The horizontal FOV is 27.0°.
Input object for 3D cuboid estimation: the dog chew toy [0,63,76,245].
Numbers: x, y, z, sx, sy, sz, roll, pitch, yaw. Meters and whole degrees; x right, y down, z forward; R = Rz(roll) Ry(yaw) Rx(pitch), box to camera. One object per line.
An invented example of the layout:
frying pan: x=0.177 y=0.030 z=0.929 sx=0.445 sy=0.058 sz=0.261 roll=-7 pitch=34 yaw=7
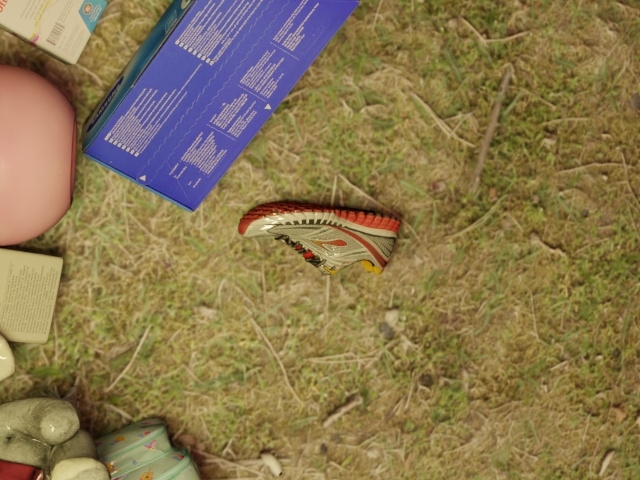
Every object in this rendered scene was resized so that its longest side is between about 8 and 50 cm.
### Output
dog chew toy: x=-0.445 y=-0.100 z=1.499 sx=0.332 sy=0.206 sz=0.206 roll=3 pitch=96 yaw=-7

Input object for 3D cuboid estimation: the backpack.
backpack: x=-0.227 y=0.305 z=1.637 sx=0.166 sy=0.188 sz=0.144 roll=-22 pitch=104 yaw=-18

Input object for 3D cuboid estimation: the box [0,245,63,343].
box: x=-0.437 y=0.050 z=1.518 sx=0.275 sy=0.094 sz=0.113 roll=12 pitch=90 yaw=-46

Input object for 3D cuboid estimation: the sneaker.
sneaker: x=0.000 y=0.000 z=1.748 sx=0.225 sy=0.088 sz=0.092 roll=7 pitch=95 yaw=-23

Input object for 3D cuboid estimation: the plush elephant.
plush elephant: x=-0.398 y=0.250 z=1.499 sx=0.255 sy=0.330 sz=0.272 roll=17 pitch=118 yaw=-21

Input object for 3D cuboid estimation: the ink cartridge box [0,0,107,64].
ink cartridge box: x=-0.332 y=-0.278 z=1.596 sx=0.122 sy=0.052 sz=0.088 roll=29 pitch=85 yaw=-24

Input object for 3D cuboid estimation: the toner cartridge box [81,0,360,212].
toner cartridge box: x=-0.123 y=-0.209 z=1.589 sx=0.165 sy=0.075 sz=0.348 roll=30 pitch=114 yaw=-26
